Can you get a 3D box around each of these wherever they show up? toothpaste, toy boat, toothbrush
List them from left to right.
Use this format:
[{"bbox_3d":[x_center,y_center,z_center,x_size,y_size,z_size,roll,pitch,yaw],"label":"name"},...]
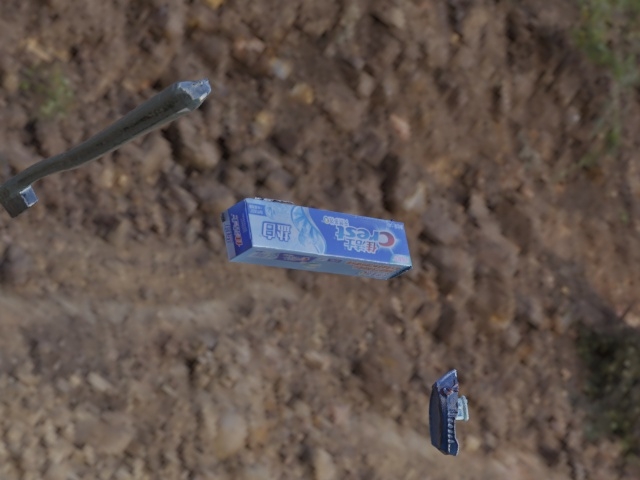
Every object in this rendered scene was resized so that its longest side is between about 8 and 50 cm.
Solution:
[{"bbox_3d":[-0.174,-0.069,1.082,0.030,0.297,0.031,-36,100,-41],"label":"toothbrush"},{"bbox_3d":[0.000,0.000,1.723,0.272,0.053,0.066,8,62,-43],"label":"toothpaste"},{"bbox_3d":[0.121,0.160,1.306,0.038,0.083,0.038,0,10,0],"label":"toy boat"}]
